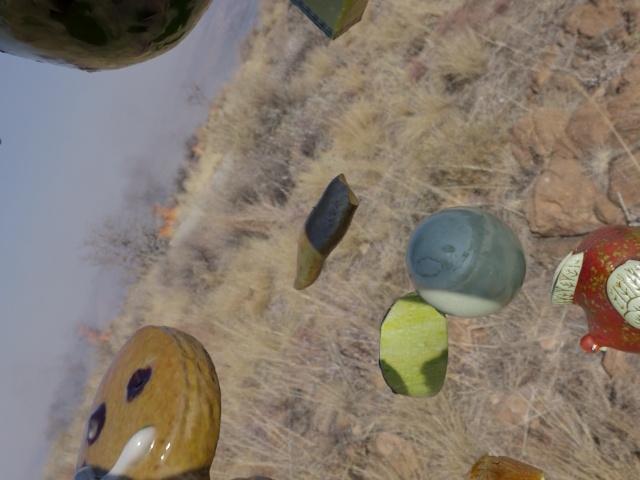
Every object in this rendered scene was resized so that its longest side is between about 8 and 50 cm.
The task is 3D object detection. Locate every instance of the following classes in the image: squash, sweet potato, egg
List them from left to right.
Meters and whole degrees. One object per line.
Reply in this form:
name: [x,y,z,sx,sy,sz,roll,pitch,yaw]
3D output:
sweet potato: [0.000,0.000,0.977,0.077,0.077,0.244,-107,38,-58]
squash: [0.180,0.202,1.143,0.204,0.154,0.237,101,169,-75]
egg: [0.247,0.038,0.944,0.186,0.253,0.187,-12,72,40]

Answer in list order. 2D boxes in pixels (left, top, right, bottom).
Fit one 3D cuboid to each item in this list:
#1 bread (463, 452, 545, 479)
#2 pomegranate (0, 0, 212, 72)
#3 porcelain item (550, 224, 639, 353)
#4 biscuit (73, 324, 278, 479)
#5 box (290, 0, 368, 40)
bread: [0.268,0.403,0.829,0.260,0.129,0.134,-40,-58,-58]
pomegranate: [-0.168,-0.203,0.333,0.263,0.211,0.211,0,70,43]
porcelain item: [0.550,0.107,1.020,0.253,0.252,0.253,-52,27,41]
biscuit: [-0.111,0.240,0.315,0.283,0.064,0.432,-37,48,28]
box: [-0.005,-0.254,0.305,0.041,0.153,0.279,-45,-4,-20]
